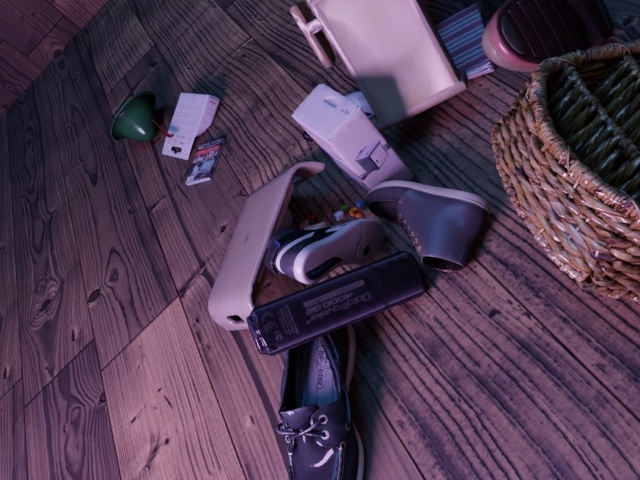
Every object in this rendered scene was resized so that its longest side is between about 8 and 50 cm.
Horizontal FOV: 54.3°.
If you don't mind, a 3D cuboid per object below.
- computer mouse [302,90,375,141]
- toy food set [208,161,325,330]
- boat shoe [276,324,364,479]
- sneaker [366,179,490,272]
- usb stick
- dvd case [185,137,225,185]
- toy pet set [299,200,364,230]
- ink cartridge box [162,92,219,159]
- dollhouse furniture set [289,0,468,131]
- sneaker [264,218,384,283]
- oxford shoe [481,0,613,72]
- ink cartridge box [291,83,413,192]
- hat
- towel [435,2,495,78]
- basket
[{"bbox_3d":[0.038,-0.270,1.295,0.193,0.042,0.106,-12,53,35],"label":"computer mouse"},{"bbox_3d":[-0.095,0.014,1.145,0.219,0.092,0.306,-19,50,62],"label":"toy food set"},{"bbox_3d":[-0.012,0.247,0.909,0.127,0.113,0.340,-16,52,32],"label":"boat shoe"},{"bbox_3d":[0.147,-0.024,0.991,0.222,0.083,0.118,9,68,43],"label":"sneaker"},{"bbox_3d":[0.029,0.091,0.932,0.278,0.045,0.077,-20,82,-15],"label":"usb stick"},{"bbox_3d":[-0.285,-0.194,1.541,0.087,0.013,0.119,-9,55,37],"label":"dvd case"},{"bbox_3d":[0.019,-0.010,1.128,0.122,0.065,0.114,-14,18,30],"label":"toy pet set"},{"bbox_3d":[-0.348,-0.303,1.669,0.145,0.045,0.179,18,92,46],"label":"ink cartridge box"},{"bbox_3d":[0.153,-0.423,1.192,0.362,0.256,0.394,-23,23,26],"label":"dollhouse furniture set"},{"bbox_3d":[0.000,0.000,1.017,0.121,0.217,0.079,18,115,38],"label":"sneaker"},{"bbox_3d":[0.317,-0.290,0.924,0.130,0.348,0.123,-26,89,46],"label":"oxford shoe"},{"bbox_3d":[0.058,-0.167,1.091,0.082,0.190,0.139,-48,41,2],"label":"ink cartridge box"},{"bbox_3d":[-0.470,-0.302,1.769,0.173,0.183,0.208,-54,-3,25],"label":"hat"},{"bbox_3d":[0.251,-0.358,1.189,0.144,0.029,0.197,-22,46,27],"label":"towel"},{"bbox_3d":[0.355,-0.108,0.726,0.223,0.213,0.299,-55,33,39],"label":"basket"}]
